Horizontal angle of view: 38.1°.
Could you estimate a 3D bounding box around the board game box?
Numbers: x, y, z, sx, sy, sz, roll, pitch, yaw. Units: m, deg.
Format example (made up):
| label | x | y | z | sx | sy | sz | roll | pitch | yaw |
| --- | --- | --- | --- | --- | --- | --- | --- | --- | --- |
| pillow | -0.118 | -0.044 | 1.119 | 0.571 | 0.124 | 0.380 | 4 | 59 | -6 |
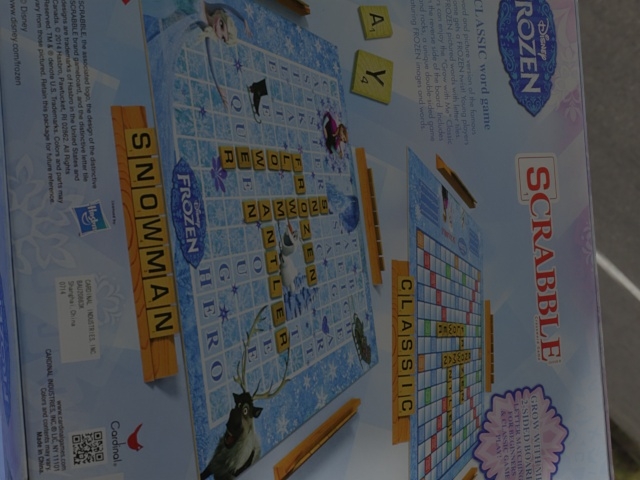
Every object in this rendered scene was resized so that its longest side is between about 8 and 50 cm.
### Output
| label | x | y | z | sx | sy | sz | roll | pitch | yaw |
| --- | --- | --- | --- | --- | --- | --- | --- | --- | --- |
| board game box | 0.000 | 0.000 | 0.470 | 0.066 | 0.318 | 0.319 | -4 | 89 | 63 |
